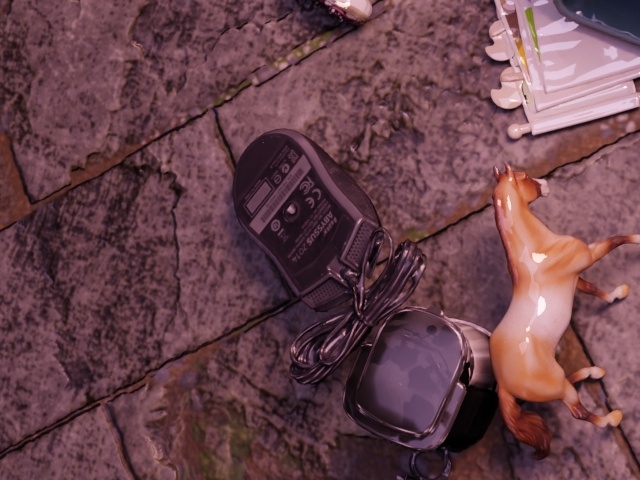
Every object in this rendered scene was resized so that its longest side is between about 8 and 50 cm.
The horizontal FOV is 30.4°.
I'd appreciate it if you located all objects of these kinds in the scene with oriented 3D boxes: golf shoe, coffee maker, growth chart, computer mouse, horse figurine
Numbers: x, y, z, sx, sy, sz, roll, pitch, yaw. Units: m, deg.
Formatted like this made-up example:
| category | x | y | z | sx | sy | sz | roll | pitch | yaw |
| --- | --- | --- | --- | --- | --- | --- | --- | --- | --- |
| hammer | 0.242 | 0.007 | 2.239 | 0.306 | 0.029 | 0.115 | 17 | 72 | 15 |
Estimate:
| category | x | y | z | sx | sy | sz | roll | pitch | yaw |
| --- | --- | --- | --- | --- | --- | --- | --- | --- | --- |
| golf shoe | -0.005 | -0.305 | 1.258 | 0.086 | 0.067 | 0.186 | -47 | 70 | 8 |
| coffee maker | 0.102 | 0.152 | 1.101 | 0.120 | 0.178 | 0.171 | -3 | 82 | 21 |
| growth chart | 0.248 | -0.225 | 1.179 | 0.172 | 0.021 | 0.237 | -6 | 81 | 20 |
| computer mouse | 0.000 | 0.000 | 1.196 | 0.188 | 0.072 | 0.272 | -48 | 53 | 22 |
| horse figurine | 0.214 | 0.076 | 1.082 | 0.066 | 0.174 | 0.263 | 13 | 89 | 61 |

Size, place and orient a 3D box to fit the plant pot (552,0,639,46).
| category | x | y | z | sx | sy | sz | roll | pitch | yaw |
| --- | --- | --- | --- | --- | --- | --- | --- | --- | --- |
| plant pot | 0.359 | -0.316 | 1.019 | 0.247 | 0.248 | 0.252 | 27 | 80 | 23 |
